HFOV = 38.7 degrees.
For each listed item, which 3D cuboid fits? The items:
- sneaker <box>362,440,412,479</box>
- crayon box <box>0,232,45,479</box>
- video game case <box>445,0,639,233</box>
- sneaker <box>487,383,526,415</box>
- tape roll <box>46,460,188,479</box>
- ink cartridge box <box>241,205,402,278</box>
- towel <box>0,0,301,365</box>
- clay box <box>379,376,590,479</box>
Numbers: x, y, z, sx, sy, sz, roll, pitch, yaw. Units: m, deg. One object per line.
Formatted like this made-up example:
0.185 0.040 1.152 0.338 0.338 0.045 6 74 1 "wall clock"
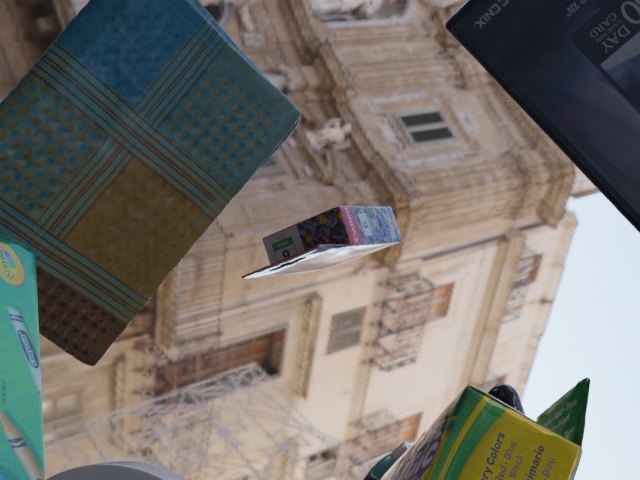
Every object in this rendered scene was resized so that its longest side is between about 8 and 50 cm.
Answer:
0.144 0.428 1.291 0.121 0.108 0.302 -40 -146 7 "sneaker"
-0.258 0.126 0.580 0.165 0.081 0.278 -46 -143 17 "crayon box"
0.233 -0.088 0.499 0.274 0.026 0.196 46 -62 -4 "video game case"
0.322 0.319 1.470 0.078 0.106 0.234 17 -53 51 "sneaker"
-0.282 0.497 1.226 0.072 0.392 0.391 40 28 -76 "tape roll"
0.000 0.000 0.592 0.063 0.115 0.029 -22 -100 28 "ink cartridge box"
-0.213 -0.077 0.945 0.040 0.370 0.271 28 -13 50 "towel"
0.026 0.150 0.335 0.053 0.222 0.127 28 -33 3 "clay box"
